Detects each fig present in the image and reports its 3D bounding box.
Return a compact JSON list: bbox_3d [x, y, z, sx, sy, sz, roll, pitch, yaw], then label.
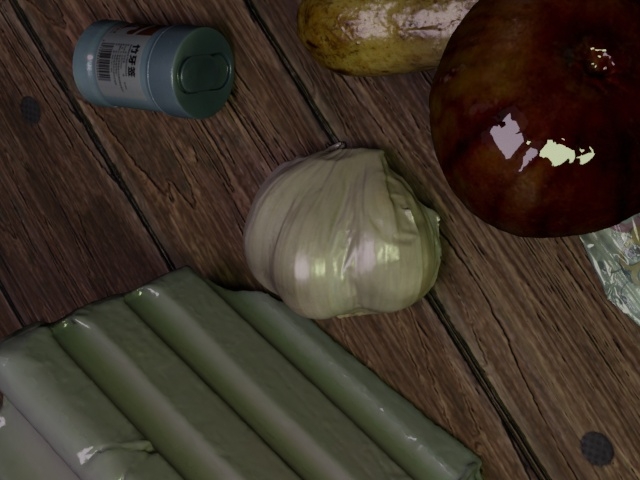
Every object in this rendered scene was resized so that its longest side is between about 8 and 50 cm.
[{"bbox_3d":[0.206,-0.109,1.275,0.235,0.235,0.214,41,138,21],"label":"fig"}]

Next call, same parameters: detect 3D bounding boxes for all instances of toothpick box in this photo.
[{"bbox_3d":[-0.183,-0.189,1.642,0.153,0.101,0.101,11,112,36],"label":"toothpick box"}]

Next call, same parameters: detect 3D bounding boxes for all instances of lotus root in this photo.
[{"bbox_3d":[0.077,-0.214,1.429,0.258,0.097,0.110,0,102,35],"label":"lotus root"}]

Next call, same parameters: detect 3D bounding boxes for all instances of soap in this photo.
[{"bbox_3d":[-0.108,0.244,1.593,0.435,0.350,0.213,40,134,23],"label":"soap"}]

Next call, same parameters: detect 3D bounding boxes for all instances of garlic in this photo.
[{"bbox_3d":[0.000,0.000,1.539,0.229,0.143,0.178,11,114,45],"label":"garlic"}]

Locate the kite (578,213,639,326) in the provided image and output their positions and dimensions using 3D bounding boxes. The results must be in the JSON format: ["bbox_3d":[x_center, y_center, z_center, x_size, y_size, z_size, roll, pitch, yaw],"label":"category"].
[{"bbox_3d":[0.367,-0.049,1.300,0.360,0.022,0.204,-45,73,40],"label":"kite"}]
